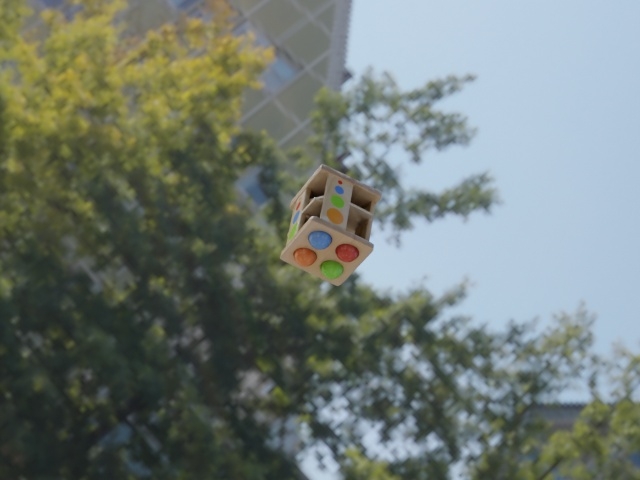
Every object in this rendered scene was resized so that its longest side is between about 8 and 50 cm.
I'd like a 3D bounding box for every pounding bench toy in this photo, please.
[{"bbox_3d":[0.000,0.000,0.989,0.052,0.065,0.083,25,-43,-16],"label":"pounding bench toy"}]
